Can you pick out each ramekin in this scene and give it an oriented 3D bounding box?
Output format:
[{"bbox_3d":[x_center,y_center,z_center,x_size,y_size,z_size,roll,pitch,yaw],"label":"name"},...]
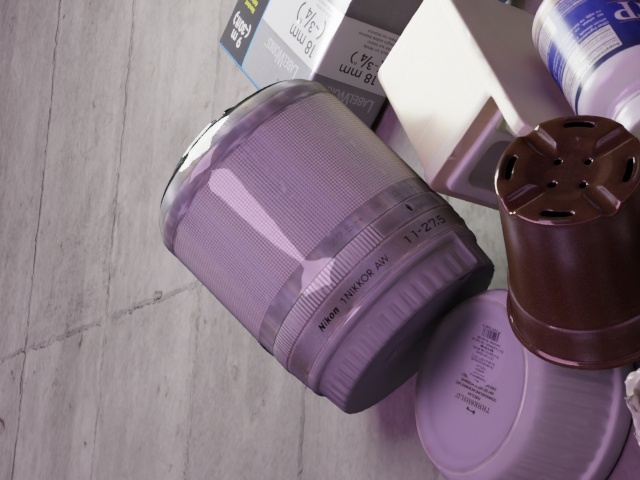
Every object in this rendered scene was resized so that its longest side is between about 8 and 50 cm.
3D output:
[{"bbox_3d":[0.176,0.140,1.742,0.207,0.109,0.207,-29,54,50],"label":"ramekin"}]

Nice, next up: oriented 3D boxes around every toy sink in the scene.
[{"bbox_3d":[0.174,-0.111,1.806,0.131,0.152,0.234,-56,38,28],"label":"toy sink"}]

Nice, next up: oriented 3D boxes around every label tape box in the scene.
[{"bbox_3d":[-0.013,-0.216,2.186,0.334,0.106,0.240,-64,33,18],"label":"label tape box"}]

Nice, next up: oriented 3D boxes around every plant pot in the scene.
[{"bbox_3d":[0.223,-0.007,1.610,0.167,0.165,0.167,-10,46,11],"label":"plant pot"}]

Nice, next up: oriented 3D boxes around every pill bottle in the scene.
[{"bbox_3d":[0.271,-0.146,1.704,0.112,0.112,0.187,-56,37,29],"label":"pill bottle"}]

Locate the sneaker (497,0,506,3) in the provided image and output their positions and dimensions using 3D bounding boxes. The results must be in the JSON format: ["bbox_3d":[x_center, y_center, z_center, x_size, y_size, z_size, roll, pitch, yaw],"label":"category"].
[{"bbox_3d":[0.207,-0.349,1.887,0.131,0.111,0.296,42,114,55],"label":"sneaker"}]

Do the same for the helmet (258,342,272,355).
[{"bbox_3d":[0.004,0.048,2.002,0.169,0.169,0.161,-53,22,32],"label":"helmet"}]

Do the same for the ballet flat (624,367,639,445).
[{"bbox_3d":[0.319,0.255,1.448,0.147,0.147,0.409,-49,41,36],"label":"ballet flat"}]

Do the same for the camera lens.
[{"bbox_3d":[0.000,0.000,1.816,0.274,0.219,0.219,45,121,16],"label":"camera lens"}]
